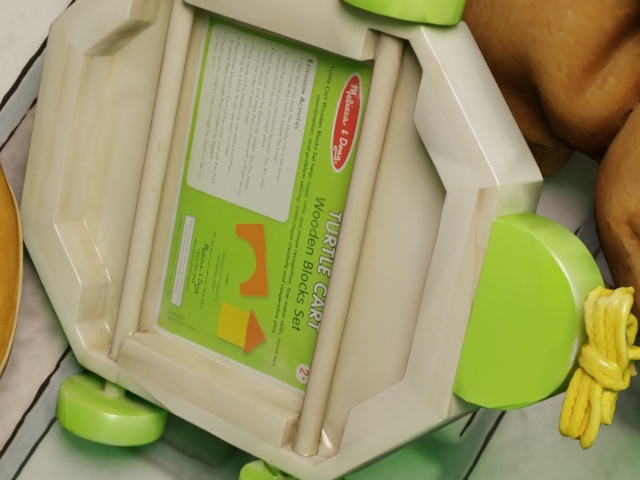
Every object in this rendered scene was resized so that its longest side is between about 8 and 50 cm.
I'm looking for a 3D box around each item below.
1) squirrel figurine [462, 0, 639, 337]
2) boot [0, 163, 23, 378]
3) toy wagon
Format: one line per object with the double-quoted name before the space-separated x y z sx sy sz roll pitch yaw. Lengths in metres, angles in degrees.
"squirrel figurine" 0.176 -0.111 0.804 0.281 0.397 0.370 -11 74 -15
"boot" -0.221 -0.069 0.820 0.104 0.211 0.295 -10 80 6
"toy wagon" 0.000 0.000 0.820 0.344 0.068 0.267 22 109 31
